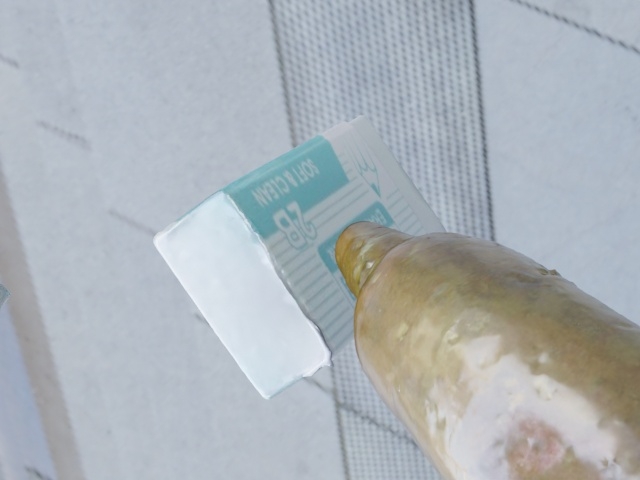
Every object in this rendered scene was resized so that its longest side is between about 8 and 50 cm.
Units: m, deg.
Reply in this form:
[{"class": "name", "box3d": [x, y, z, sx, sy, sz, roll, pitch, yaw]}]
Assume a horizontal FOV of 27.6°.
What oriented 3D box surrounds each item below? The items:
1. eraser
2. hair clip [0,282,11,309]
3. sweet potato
[{"class": "eraser", "box3d": [0.000, 0.000, 0.688, 0.052, 0.225, 0.095, -35, 91, 24]}, {"class": "hair clip", "box3d": [-0.294, -0.014, 0.835, 0.218, 0.159, 0.071, 30, 150, 14]}, {"class": "sweet potato", "box3d": [0.075, 0.055, 0.423, 0.346, 0.108, 0.079, 35, 95, 50]}]
